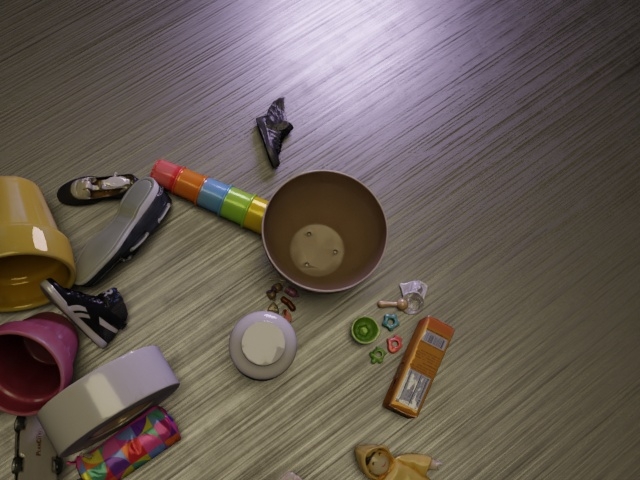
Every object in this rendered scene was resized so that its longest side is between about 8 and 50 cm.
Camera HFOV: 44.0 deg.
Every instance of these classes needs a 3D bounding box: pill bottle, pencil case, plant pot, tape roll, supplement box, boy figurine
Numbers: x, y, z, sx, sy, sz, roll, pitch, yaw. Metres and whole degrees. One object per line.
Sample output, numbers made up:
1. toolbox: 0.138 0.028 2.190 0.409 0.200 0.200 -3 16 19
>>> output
1. pill bottle: -0.126 0.232 1.728 0.146 0.264 0.146 1 78 -4
2. pencil case: -0.422 0.456 1.724 0.236 0.104 0.104 -32 80 -16
3. plant pot: 0.000 0.000 1.847 0.284 0.191 0.283 2 75 -6
4. tape roll: -0.442 0.337 1.661 0.286 0.286 0.100 -32 81 -13
5. plant pot: -0.613 0.247 1.699 0.202 0.180 0.201 2 108 5
6. supplement box: 0.229 0.297 1.850 0.080 0.078 0.233 29 74 -1
7. boy figurine: 0.199 0.549 1.772 0.285 0.092 0.177 44 77 3
8. plant pot: -0.689 -0.002 1.761 0.254 0.254 0.238 -14 61 -10

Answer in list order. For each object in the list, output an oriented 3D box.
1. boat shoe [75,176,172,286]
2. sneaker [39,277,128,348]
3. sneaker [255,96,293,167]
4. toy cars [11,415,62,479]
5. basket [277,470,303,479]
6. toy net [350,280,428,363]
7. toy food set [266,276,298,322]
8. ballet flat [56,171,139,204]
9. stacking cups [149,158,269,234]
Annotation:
1. boat shoe: -0.456 -0.005 1.847 0.114 0.091 0.302 27 75 43
2. sneaker: -0.520 0.131 1.778 0.121 0.079 0.216 -48 127 -20
3. sneaker: -0.105 -0.270 1.983 0.089 0.051 0.170 -18 74 -6
4. toy cars: -0.689 0.378 1.721 0.393 0.087 0.176 47 39 6
5. basket: -0.058 0.693 1.572 0.328 0.266 0.331 40 63 15
6. toy net: 0.183 0.185 1.892 0.232 0.045 0.122 -39 82 -15
7. toy food set: -0.090 0.145 1.886 0.078 0.019 0.122 -3 75 -7
8. ballet flat: -0.530 -0.128 1.889 0.203 0.074 0.074 -5 75 -7
9. stacking cups: -0.258 -0.101 1.903 0.316 0.096 0.096 21 74 2
